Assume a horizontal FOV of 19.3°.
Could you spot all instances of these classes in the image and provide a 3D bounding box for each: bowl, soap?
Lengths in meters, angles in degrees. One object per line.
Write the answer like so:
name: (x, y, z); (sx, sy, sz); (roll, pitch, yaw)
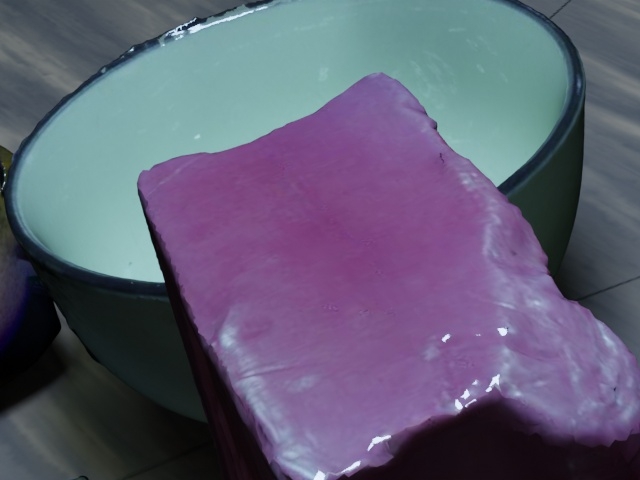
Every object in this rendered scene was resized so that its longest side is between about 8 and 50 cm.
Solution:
bowl: (0.000, 0.000, 1.156); (0.353, 0.185, 0.354); (-11, 32, 7)
soap: (0.049, 0.145, 0.751); (0.128, 0.360, 0.233); (-20, 33, -9)

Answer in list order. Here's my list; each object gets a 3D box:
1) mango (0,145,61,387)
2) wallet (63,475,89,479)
mango: (-0.320, 0.038, 1.262); (0.287, 0.153, 0.201); (-7, 28, 11)
wallet: (-0.240, 0.180, 1.068); (0.202, 0.059, 0.141); (-7, 3, 10)
